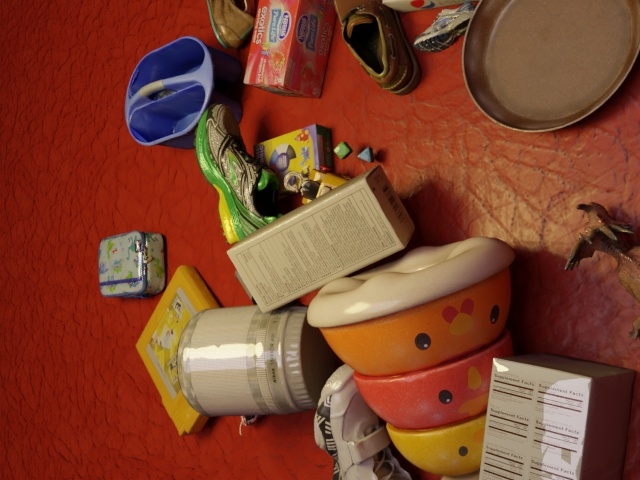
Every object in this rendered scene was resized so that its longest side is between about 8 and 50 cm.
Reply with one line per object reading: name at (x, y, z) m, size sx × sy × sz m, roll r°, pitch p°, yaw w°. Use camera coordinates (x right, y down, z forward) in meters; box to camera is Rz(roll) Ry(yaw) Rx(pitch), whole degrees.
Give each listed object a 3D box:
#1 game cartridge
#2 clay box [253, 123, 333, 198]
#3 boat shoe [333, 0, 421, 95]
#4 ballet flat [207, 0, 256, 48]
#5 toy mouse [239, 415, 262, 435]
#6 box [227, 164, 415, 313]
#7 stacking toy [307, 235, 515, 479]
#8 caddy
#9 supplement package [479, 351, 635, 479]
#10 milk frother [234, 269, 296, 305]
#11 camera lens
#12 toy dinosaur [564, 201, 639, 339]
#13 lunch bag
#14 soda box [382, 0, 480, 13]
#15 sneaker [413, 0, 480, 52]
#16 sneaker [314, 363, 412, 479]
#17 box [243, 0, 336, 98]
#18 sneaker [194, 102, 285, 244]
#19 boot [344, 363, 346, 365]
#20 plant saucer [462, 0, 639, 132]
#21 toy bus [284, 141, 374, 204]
game cartridge at (-0.322, 0.265, 1.710) m, size 0.285 × 0.053 × 0.323 m, roll -58°, pitch 46°, yaw 20°
clay box at (-0.073, -0.165, 1.557) m, size 0.222 × 0.053 × 0.127 m, roll -12°, pitch 79°, yaw 39°
boat shoe at (0.096, -0.427, 1.405) m, size 0.111 × 0.104 × 0.307 m, roll -44°, pitch 59°, yaw 29°
ballet flat at (-0.238, -0.622, 1.725) m, size 0.124 × 0.116 × 0.342 m, roll -30°, pitch 66°, yaw 13°
toy mouse at (-0.149, 0.353, 1.579) m, size 0.143 × 0.031 × 0.160 m, roll -11°, pitch 74°, yaw 40°
box at (0.000, 0.000, 1.309) m, size 0.311 × 0.121 × 0.148 m, roll -25°, pitch 99°, yaw 24°
stacking toy at (0.210, 0.255, 1.163) m, size 0.351 × 0.351 × 0.479 m, roll -18°, pitch 92°, yaw 38°
caddy at (-0.348, -0.355, 1.734) m, size 0.341 × 0.179 × 0.241 m, roll -10°, pitch 78°, yaw 40°
supplement package at (0.351, 0.282, 1.049) m, size 0.149 × 0.194 × 0.203 m, roll 7°, pitch 89°, yaw 40°
milk frother at (-0.098, 0.081, 1.539) m, size 0.143 × 0.129 × 0.134 m, roll -29°, pitch 59°, yaw -12°
camera lens at (-0.130, 0.238, 1.415) m, size 0.275 × 0.219 × 0.219 m, roll -6°, pitch 81°, yaw 19°
toy dinosaur at (0.449, 0.042, 0.977) m, size 0.200 × 0.296 × 0.127 m, roll 45°, pitch 90°, yaw -6°
lunch bag at (-0.505, 0.068, 1.886) m, size 0.219 × 0.090 × 0.176 m, roll -7°, pitch 84°, yaw 41°
soda box at (0.223, -0.483, 1.325) m, size 0.216 × 0.069 × 0.073 m, roll 6°, pitch 90°, yaw 42°
sneaker at (0.235, -0.400, 1.326) m, size 0.135 × 0.052 × 0.058 m, roll -21°, pitch 62°, yaw 30°
sneaker at (0.111, 0.404, 1.261) m, size 0.210 × 0.137 × 0.365 m, roll 10°, pitch 109°, yaw 38°
box at (-0.060, -0.447, 1.530) m, size 0.128 × 0.123 × 0.256 m, roll 15°, pitch 95°, yaw 40°
sneaker at (-0.158, -0.145, 1.528) m, size 0.146 × 0.134 × 0.343 m, roll -28°, pitch 79°, yaw 32°
boot at (0.107, 0.238, 1.340) m, size 0.158 × 0.085 × 0.059 m, roll -33°, pitch 63°, yaw 32°
plant saucer at (0.384, -0.330, 1.182) m, size 0.311 × 0.050 × 0.310 m, roll -4°, pitch 83°, yaw 40°
toy bus at (0.028, -0.086, 1.398) m, size 0.202 × 0.104 × 0.190 m, roll -27°, pitch 86°, yaw 19°
